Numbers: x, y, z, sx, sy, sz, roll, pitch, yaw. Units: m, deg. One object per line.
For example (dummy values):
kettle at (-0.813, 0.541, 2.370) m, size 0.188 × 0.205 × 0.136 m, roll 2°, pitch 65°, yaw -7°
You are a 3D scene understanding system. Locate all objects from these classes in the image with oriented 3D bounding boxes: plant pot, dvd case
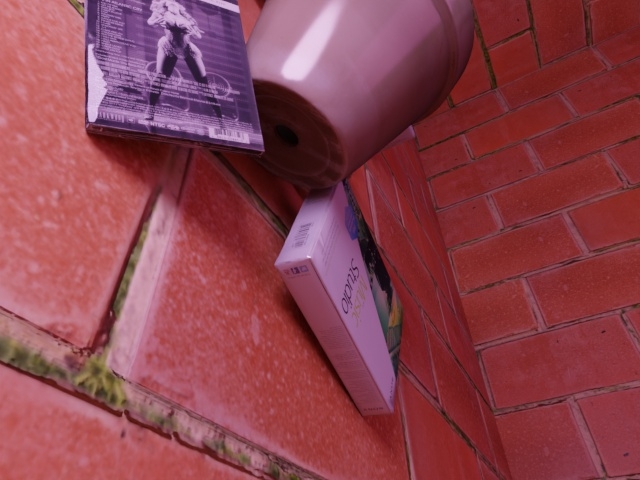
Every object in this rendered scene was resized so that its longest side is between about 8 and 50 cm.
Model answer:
plant pot at (0.018, -0.235, 0.657) m, size 0.323 × 0.323 × 0.280 m, roll 53°, pitch 56°, yaw -37°
dvd case at (-0.151, -0.191, 0.469) m, size 0.165 × 0.018 × 0.221 m, roll 2°, pitch 64°, yaw -32°

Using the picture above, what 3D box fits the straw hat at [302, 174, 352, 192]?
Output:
straw hat at (-0.013, -0.149, 0.833) m, size 0.144 × 0.145 × 0.061 m, roll 66°, pitch -20°, yaw -7°

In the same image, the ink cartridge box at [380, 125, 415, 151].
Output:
ink cartridge box at (0.142, -0.495, 1.445) m, size 0.395 × 0.166 × 0.285 m, roll 30°, pitch 42°, yaw -62°

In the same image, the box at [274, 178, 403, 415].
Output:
box at (0.051, 0.080, 0.710) m, size 0.232 × 0.059 × 0.321 m, roll -71°, pitch 142°, yaw -50°
